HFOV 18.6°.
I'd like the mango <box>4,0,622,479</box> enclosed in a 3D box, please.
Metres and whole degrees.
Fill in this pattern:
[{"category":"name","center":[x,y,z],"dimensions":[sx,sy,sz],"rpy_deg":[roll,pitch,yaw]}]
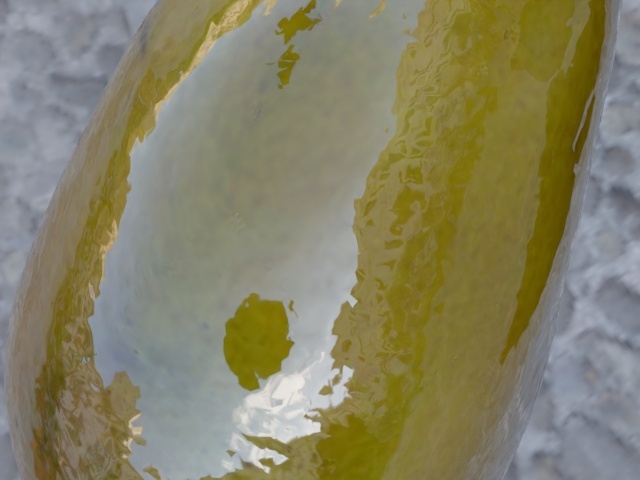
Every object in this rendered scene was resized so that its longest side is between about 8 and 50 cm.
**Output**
[{"category":"mango","center":[0.000,0.000,0.622],"dimensions":[0.173,0.211,0.317],"rpy_deg":[25,130,4]}]

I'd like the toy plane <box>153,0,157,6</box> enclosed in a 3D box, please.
[{"category":"toy plane","center":[-0.050,-0.020,1.001],"dimensions":[0.078,0.169,0.246],"rpy_deg":[1,78,5]}]
